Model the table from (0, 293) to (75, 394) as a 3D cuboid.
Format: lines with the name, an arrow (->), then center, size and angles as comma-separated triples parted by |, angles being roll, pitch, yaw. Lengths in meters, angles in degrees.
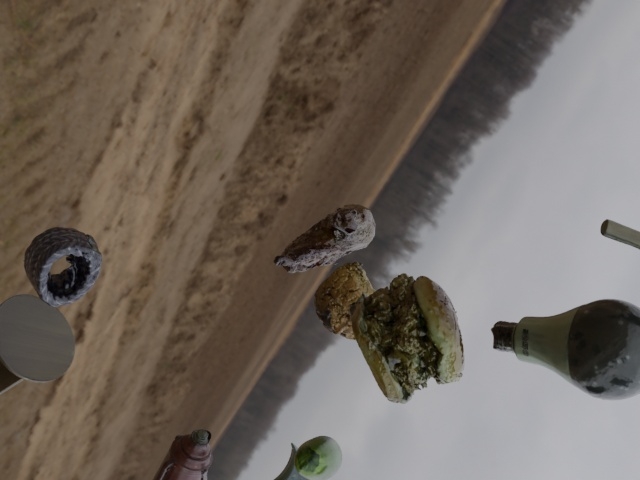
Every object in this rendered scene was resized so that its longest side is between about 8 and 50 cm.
table -> -0.590, 0.220, 1.462 | 0.226, 0.167, 0.167 | -30, -169, 29

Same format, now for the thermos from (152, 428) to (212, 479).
thermos -> -0.285, 0.470, 1.618 | 0.124, 0.099, 0.232 | -10, 137, -49

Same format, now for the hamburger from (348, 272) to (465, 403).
hamburger -> 0.122, 0.124, 1.047 | 0.131, 0.159, 0.185 | -28, -168, 7

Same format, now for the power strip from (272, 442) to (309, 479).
power strip -> -0.134, 0.631, 1.992 | 0.253, 0.168, 0.054 | -31, -166, -5

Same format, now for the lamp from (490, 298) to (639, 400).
lamp -> 0.470, 0.212, 1.474 | 0.313, 0.182, 0.182 | -16, -158, 33

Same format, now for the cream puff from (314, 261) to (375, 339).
cream puff -> 0.043, 0.103, 1.318 | 0.104, 0.119, 0.133 | -16, 136, -16

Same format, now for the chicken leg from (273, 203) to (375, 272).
chicken leg -> 0.011, -0.004, 1.452 | 0.177, 0.083, 0.322 | -18, 171, -41

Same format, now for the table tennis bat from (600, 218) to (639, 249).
table tennis bat -> 0.599, 0.018, 1.373 | 0.022, 0.246, 0.138 | 121, -13, -61

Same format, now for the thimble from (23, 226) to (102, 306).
thimble -> -0.361, 0.036, 1.108 | 0.104, 0.066, 0.095 | -47, 139, 7

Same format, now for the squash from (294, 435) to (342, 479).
squash -> 0.000, 0.416, 1.519 | 0.082, 0.082, 0.292 | -55, 170, -8
